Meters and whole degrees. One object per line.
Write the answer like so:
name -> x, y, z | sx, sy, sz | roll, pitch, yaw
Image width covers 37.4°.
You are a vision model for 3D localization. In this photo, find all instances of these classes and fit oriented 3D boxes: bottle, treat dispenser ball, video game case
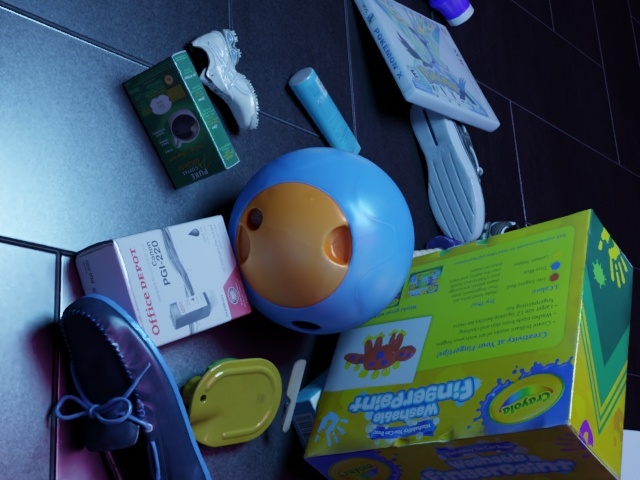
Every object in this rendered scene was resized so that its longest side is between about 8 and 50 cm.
bottle -> 0.254, -0.623, 2.178 | 0.283, 0.092, 0.118 | 50, 42, -26
treat dispenser ball -> 0.000, 0.000, 1.460 | 0.288, 0.288, 0.288 | 23, 59, -45
video game case -> 0.229, -0.386, 2.025 | 0.329, 0.036, 0.299 | 9, 50, -49

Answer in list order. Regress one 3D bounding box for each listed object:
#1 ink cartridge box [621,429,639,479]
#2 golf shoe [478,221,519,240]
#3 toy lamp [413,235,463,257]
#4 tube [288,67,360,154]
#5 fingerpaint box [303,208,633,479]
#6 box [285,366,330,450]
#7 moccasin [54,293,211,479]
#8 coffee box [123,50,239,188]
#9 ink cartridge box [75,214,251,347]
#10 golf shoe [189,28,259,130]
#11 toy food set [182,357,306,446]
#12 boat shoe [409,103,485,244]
ink cartridge box -> 0.465, 0.448, 1.809 | 0.198, 0.270, 0.197 | 10, 80, -23
golf shoe -> 0.396, 0.041, 2.094 | 0.077, 0.094, 0.198 | 32, 54, -41
toy lamp -> 0.200, 0.031, 1.867 | 0.275, 0.080, 0.080 | -4, 80, -53
tube -> 0.016, -0.227, 1.770 | 0.207, 0.052, 0.080 | 54, 46, -29
fingerpaint box -> 0.230, 0.189, 1.443 | 0.163, 0.445, 0.371 | 45, 44, -31
box -> 0.046, 0.259, 1.601 | 0.244, 0.060, 0.100 | -31, 101, -51
moccasin -> -0.240, 0.234, 1.201 | 0.117, 0.138, 0.341 | -37, 105, -46
coffee box -> -0.209, -0.177, 1.420 | 0.040, 0.113, 0.184 | -39, 106, -53
ink cartridge box -> -0.217, 0.062, 1.332 | 0.218, 0.092, 0.158 | -17, 89, -51
golf shoe -> -0.162, -0.258, 1.563 | 0.086, 0.069, 0.176 | -21, 90, -32
toy food set -> -0.129, 0.230, 1.404 | 0.218, 0.071, 0.128 | 5, 96, -48
boat shoe -> 0.295, -0.157, 2.021 | 0.119, 0.121, 0.335 | -3, 76, -47
